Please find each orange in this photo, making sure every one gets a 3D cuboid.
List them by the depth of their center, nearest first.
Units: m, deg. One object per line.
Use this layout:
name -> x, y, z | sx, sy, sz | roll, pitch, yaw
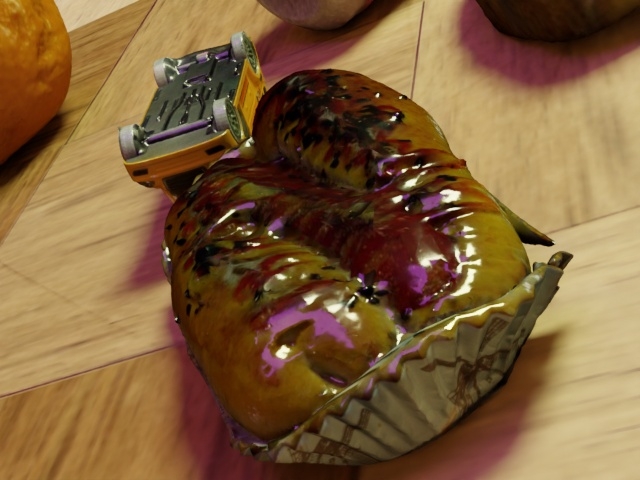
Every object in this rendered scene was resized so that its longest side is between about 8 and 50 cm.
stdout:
orange -> -0.353, -0.162, 0.889 | 0.261, 0.261, 0.261 | -22, 30, 14

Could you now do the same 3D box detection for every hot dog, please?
hot dog -> 0.000, 0.000, 0.475 | 0.162, 0.082, 0.270 | -33, 30, -1

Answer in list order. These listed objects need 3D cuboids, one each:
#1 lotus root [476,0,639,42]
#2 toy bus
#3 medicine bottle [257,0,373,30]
lotus root -> 0.161, -0.214, 0.650 | 0.170, 0.074, 0.261 | -28, 28, 30
toy bus -> -0.073, -0.072, 0.657 | 0.069, 0.074, 0.162 | -15, 30, 12
medicine bottle -> 0.044, -0.283, 0.806 | 0.247, 0.147, 0.147 | -44, 32, -23
